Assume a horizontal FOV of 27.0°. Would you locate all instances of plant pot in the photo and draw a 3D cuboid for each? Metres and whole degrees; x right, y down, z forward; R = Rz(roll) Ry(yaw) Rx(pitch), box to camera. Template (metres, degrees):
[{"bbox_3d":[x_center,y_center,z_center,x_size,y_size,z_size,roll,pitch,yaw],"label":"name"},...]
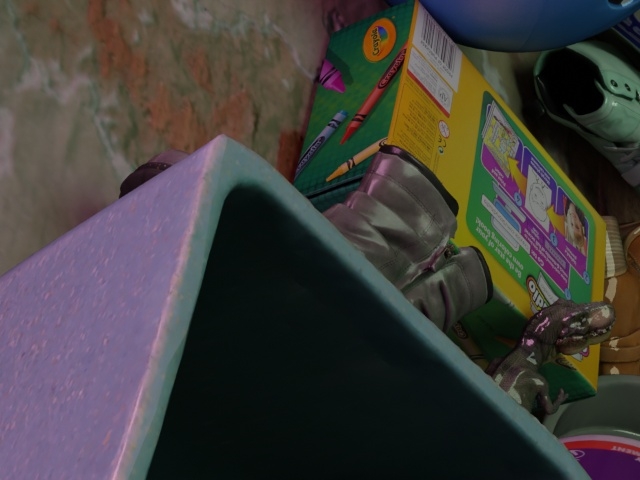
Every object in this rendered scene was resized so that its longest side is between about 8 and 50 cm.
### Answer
[{"bbox_3d":[-0.073,0.160,0.484,0.248,0.252,0.247,43,43,-33],"label":"plant pot"}]

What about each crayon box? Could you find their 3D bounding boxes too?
[{"bbox_3d":[0.104,-0.017,0.961,0.278,0.081,0.165,44,43,-33],"label":"crayon box"}]

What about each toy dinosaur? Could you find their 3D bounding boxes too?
[{"bbox_3d":[0.108,0.151,0.887,0.268,0.064,0.118,-49,141,-25],"label":"toy dinosaur"}]

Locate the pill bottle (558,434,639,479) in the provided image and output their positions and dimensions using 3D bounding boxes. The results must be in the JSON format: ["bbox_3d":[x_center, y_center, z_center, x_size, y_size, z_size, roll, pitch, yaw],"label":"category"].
[{"bbox_3d":[0.128,0.227,0.683,0.181,0.182,0.323,69,21,-2],"label":"pill bottle"}]

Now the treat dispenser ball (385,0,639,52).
[{"bbox_3d":[0.143,-0.280,0.960,0.288,0.288,0.288,28,53,-44],"label":"treat dispenser ball"}]

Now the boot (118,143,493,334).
[{"bbox_3d":[0.000,0.000,0.768,0.161,0.083,0.246,-54,128,-23],"label":"boot"}]

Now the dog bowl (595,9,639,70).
[{"bbox_3d":[0.374,-0.170,1.271,0.265,0.104,0.265,42,8,-8],"label":"dog bowl"}]

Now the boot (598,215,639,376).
[{"bbox_3d":[0.263,0.060,1.163,0.197,0.073,0.152,1,81,-56],"label":"boot"}]

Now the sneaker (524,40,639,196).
[{"bbox_3d":[0.285,-0.077,1.177,0.256,0.094,0.151,49,27,19],"label":"sneaker"}]

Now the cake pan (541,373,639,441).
[{"bbox_3d":[0.275,0.232,0.994,0.293,0.054,0.293,19,40,-17],"label":"cake pan"}]
